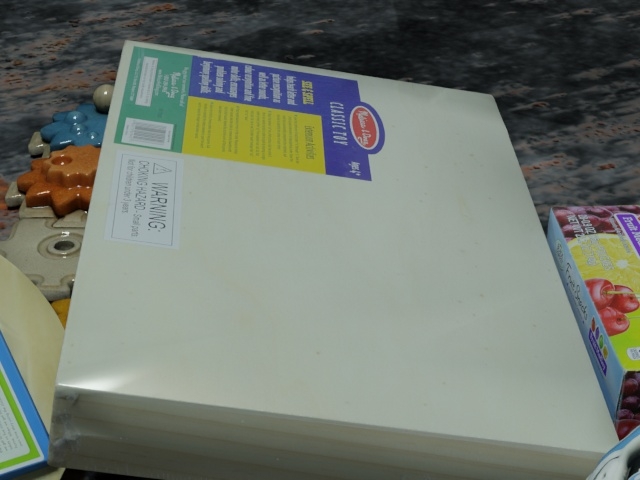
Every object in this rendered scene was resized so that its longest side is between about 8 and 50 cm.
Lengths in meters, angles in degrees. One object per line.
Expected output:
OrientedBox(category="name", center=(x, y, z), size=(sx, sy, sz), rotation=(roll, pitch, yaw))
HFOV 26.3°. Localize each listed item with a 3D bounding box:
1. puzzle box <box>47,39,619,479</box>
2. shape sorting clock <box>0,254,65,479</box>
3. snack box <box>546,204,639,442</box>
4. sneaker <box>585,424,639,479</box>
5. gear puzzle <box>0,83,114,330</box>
OrientedBox(category="puzzle box", center=(0.000, 0.000, 0.807), size=(0.272, 0.052, 0.409), rotation=(8, 30, -7))
OrientedBox(category="shape sorting clock", center=(-0.222, 0.074, 0.675), size=(0.206, 0.040, 0.206), rotation=(14, 51, -18))
OrientedBox(category="snack box", center=(0.243, 0.045, 0.758), size=(0.207, 0.070, 0.174), rotation=(-1, 30, -4))
OrientedBox(category="sneaker", center=(0.123, 0.141, 0.569), size=(0.085, 0.086, 0.237), rotation=(22, 48, 31))
OrientedBox(category="gear puzzle", center=(-0.130, -0.022, 0.899), size=(0.175, 0.044, 0.339), rotation=(0, 31, 1))
